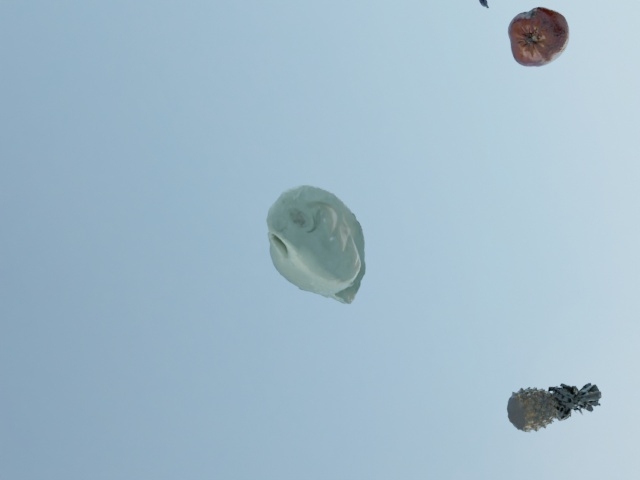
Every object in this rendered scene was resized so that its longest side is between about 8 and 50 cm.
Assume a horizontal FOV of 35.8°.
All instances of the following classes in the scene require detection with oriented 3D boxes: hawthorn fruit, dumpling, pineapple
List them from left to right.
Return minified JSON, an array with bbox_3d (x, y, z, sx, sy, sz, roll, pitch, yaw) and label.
[{"bbox_3d":[-0.012,0.009,1.475,0.219,0.108,0.153,49,-152,-36],"label":"dumpling"},{"bbox_3d":[0.310,-0.288,1.401,0.093,0.093,0.093,16,-113,-41],"label":"hawthorn fruit"},{"bbox_3d":[0.380,0.264,1.599,0.159,0.074,0.074,-8,-97,-23],"label":"pineapple"}]

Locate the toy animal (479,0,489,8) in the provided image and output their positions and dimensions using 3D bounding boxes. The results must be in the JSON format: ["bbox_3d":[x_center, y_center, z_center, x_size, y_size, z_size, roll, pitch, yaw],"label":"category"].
[{"bbox_3d":[0.295,-0.525,1.837,0.075,0.041,0.217,29,-122,-68],"label":"toy animal"}]
